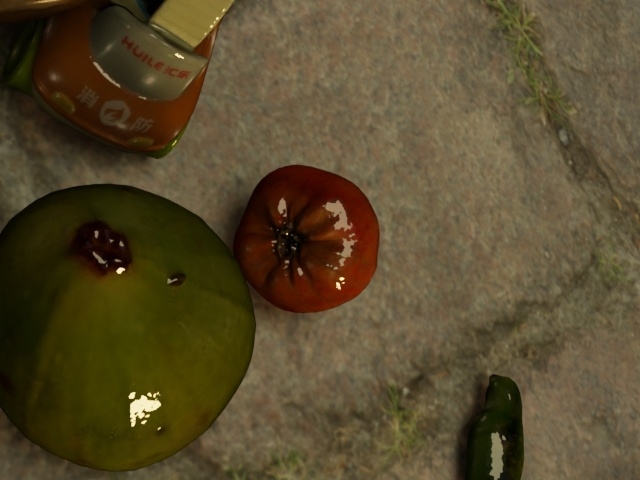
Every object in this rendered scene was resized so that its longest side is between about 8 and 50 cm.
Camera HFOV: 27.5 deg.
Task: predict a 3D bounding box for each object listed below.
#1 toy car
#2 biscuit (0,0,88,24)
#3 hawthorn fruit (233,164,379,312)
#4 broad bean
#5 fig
[{"bbox_3d":[-0.122,-0.191,1.006,0.145,0.235,0.235,27,59,-26],"label":"toy car"},{"bbox_3d":[-0.301,-0.307,0.916,0.394,0.070,0.350,0,65,-11],"label":"biscuit"},{"bbox_3d":[-0.001,-0.002,1.089,0.140,0.125,0.125,-2,75,-35],"label":"hawthorn fruit"},{"bbox_3d":[0.193,0.273,1.182,0.144,0.049,0.292,-32,96,-45],"label":"broad bean"},{"bbox_3d":[-0.139,0.052,0.907,0.203,0.225,0.203,4,68,-10],"label":"fig"}]
